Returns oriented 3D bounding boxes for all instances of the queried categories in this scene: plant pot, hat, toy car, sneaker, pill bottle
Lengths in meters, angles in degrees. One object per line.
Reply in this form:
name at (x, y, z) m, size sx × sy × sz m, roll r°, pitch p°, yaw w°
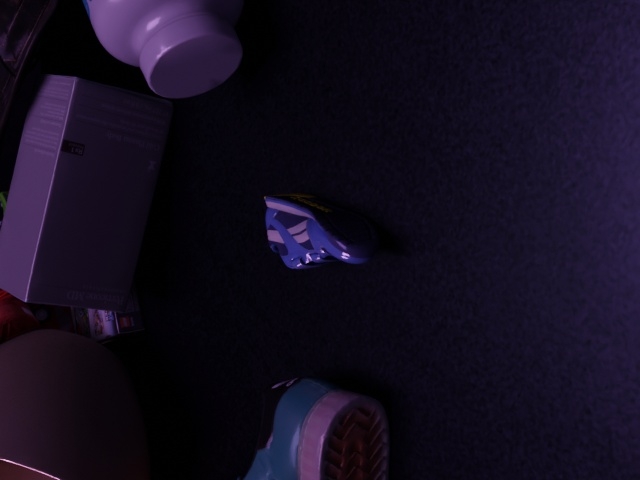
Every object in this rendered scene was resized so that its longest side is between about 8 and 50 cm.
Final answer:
plant pot at (-0.312, 0.214, 1.065) m, size 0.284 × 0.284 × 0.190 m, roll -33°, pitch 33°, yaw 46°
hat at (-0.377, -0.246, 1.064) m, size 0.331 × 0.134 × 0.331 m, roll -48°, pitch 31°, yaw 42°
toy car at (-0.364, 0.018, 1.189) m, size 0.239 × 0.053 × 0.225 m, roll 57°, pitch 154°, yaw 27°
sneaker at (-0.017, 0.268, 0.827) m, size 0.121 × 0.108 × 0.302 m, roll 12°, pitch 96°, yaw 49°
sneaker at (0.000, 0.000, 0.809) m, size 0.144 × 0.053 × 0.059 m, roll 27°, pitch 114°, yaw 53°
pill bottle at (-0.163, -0.267, 0.890) m, size 0.146 × 0.146 × 0.264 m, roll -44°, pitch 63°, yaw 43°
sneaker at (-0.406, 0.076, 1.153) m, size 0.128 × 0.087 × 0.221 m, roll 64°, pitch 155°, yaw 9°

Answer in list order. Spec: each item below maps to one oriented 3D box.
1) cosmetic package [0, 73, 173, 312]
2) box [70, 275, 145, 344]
cosmetic package at (-0.257, -0.049, 1.008) m, size 0.107 × 0.127 × 0.237 m, roll 13°, pitch 93°, yaw 47°
box at (-0.273, 0.019, 1.136) m, size 0.114 × 0.036 × 0.206 m, roll -19°, pitch 80°, yaw 48°
